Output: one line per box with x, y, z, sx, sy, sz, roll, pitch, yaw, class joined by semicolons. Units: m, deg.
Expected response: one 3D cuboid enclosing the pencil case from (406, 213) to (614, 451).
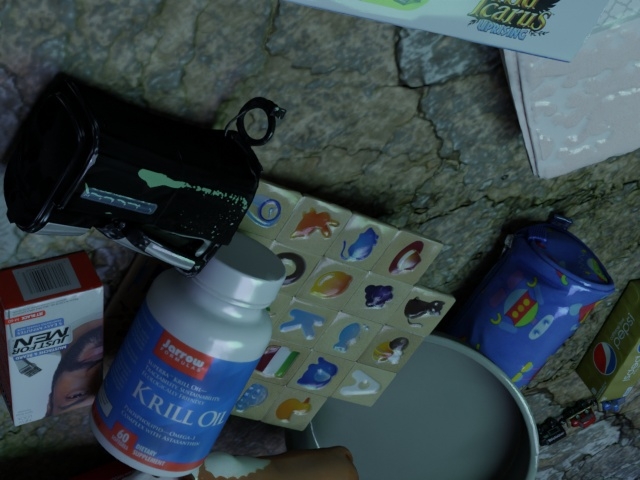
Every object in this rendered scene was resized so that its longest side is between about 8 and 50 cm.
0.209;0.113;1.416;0.306;0.133;0.119;-54;179;26;pencil case

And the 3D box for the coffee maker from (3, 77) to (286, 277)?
-0.150;-0.068;0.998;0.178;0.120;0.171;18;96;-46;coffee maker

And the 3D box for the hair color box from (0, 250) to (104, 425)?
-0.255;0.095;1.132;0.093;0.053;0.167;-15;140;-23;hair color box

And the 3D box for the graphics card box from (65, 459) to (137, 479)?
-0.307;0.405;1.326;0.371;0.094;0.233;-57;159;22;graphics card box

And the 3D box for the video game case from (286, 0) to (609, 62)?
0.025;-0.230;0.799;0.244;0.269;0.061;4;127;-38;video game case

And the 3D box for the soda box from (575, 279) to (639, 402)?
0.420;0.135;1.632;0.058;0.061;0.181;-5;134;-30;soda box

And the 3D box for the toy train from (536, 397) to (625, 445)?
0.383;0.256;1.757;0.158;0.036;0.027;-28;142;-6;toy train

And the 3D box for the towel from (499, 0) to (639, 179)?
0.331;-0.193;1.094;0.332;0.053;0.317;-17;147;9;towel

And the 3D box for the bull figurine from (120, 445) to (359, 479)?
-0.080;0.297;1.285;0.310;0.101;0.188;4;106;-43;bull figurine

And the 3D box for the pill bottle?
-0.121;0.102;1.129;0.124;0.124;0.221;9;117;-40;pill bottle

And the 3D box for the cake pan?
0.106;0.223;1.391;0.293;0.054;0.293;5;115;11;cake pan

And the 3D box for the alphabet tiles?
-0.042;0.076;1.230;0.343;0.011;0.285;18;120;-29;alphabet tiles
